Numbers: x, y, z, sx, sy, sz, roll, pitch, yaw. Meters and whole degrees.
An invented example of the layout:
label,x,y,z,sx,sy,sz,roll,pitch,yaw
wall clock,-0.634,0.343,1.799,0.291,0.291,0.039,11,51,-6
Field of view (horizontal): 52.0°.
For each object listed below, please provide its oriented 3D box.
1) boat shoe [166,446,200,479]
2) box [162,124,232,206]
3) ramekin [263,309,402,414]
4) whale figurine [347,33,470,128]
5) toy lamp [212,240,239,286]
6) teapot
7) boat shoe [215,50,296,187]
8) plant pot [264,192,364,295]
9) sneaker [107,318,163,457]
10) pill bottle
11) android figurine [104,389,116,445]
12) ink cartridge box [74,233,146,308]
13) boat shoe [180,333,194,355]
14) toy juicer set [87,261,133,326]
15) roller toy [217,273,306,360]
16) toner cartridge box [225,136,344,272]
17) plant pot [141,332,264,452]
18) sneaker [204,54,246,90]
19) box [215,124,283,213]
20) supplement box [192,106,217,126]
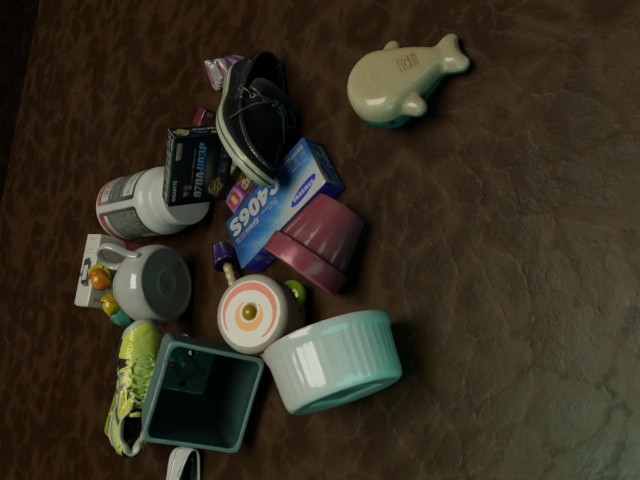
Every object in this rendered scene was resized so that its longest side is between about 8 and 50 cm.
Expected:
label,x,y,z,sx,sy,sz,roll,pitch,yaw
boat shoe,-0.369,0.683,1.747,0.084,0.095,0.258,-16,69,46
box,-0.327,-0.201,1.761,0.051,0.175,0.220,52,139,39
ramekin,0.033,0.256,1.348,0.277,0.277,0.135,-34,65,34
whale figurine,0.198,-0.352,1.468,0.271,0.141,0.216,-25,60,10
toy lamp,-0.236,0.121,1.782,0.080,0.080,0.275,-44,51,28
teapot,-0.517,0.132,1.924,0.187,0.252,0.256,-8,85,30
boat shoe,-0.161,-0.337,1.719,0.156,0.187,0.500,-32,39,23
plant pot,0.000,0.000,1.513,0.201,0.201,0.180,29,84,45
sneaker,-0.492,0.409,1.808,0.147,0.145,0.385,15,99,63
pill bottle,-0.518,-0.115,2.033,0.362,0.210,0.210,-6,75,44
android figurine,-0.585,0.480,1.988,0.248,0.056,0.273,-41,35,46
ink cartridge box,-0.693,0.111,2.170,0.100,0.172,0.237,2,80,45
boat shoe,-0.383,0.338,1.897,0.048,0.042,0.133,-12,69,16
toy juicer set,-0.605,0.212,2.006,0.329,0.089,0.209,65,164,-6
roller toy,-0.145,0.185,1.588,0.191,0.146,0.210,7,79,23
toner cartridge box,-0.101,-0.087,1.707,0.348,0.075,0.165,-45,52,27
plant pot,-0.322,0.365,1.694,0.252,0.247,0.248,20,94,67
sneaker,-0.282,-0.521,2.005,0.236,0.104,0.095,24,139,64
box,-0.240,-0.232,1.897,0.201,0.057,0.293,-57,47,19
supplement box,-0.340,-0.369,2.016,0.043,0.083,0.055,35,103,44
